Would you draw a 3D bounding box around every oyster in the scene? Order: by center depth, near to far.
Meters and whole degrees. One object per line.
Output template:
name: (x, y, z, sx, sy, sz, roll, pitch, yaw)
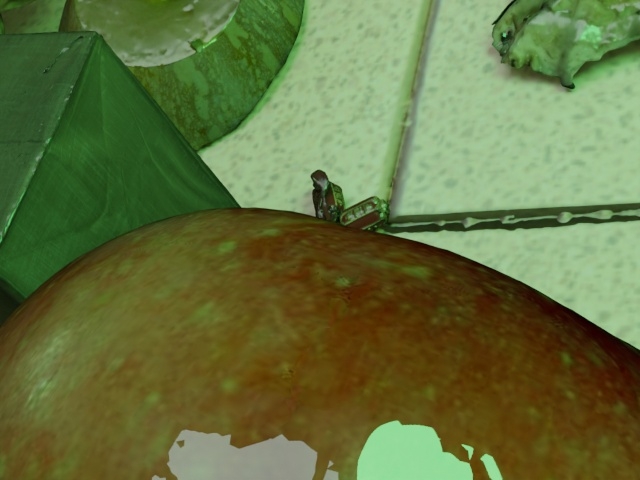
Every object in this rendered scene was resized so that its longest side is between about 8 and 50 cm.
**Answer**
oyster: (0.199, -0.179, 0.816, 0.209, 0.072, 0.133, -16, 49, 20)

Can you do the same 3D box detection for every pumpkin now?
pumpkin: (-0.122, -0.167, 0.958, 0.217, 0.110, 0.217, -10, 53, 14)

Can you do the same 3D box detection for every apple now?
apple: (0.011, 0.153, 0.497, 0.348, 0.348, 0.277, 11, 73, 33)

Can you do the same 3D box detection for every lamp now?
lamp: (0.000, 0.000, 0.818, 0.063, 0.031, 0.083, 24, 75, 39)

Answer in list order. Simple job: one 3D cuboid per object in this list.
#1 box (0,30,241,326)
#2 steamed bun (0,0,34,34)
box: (-0.153, 0.009, 0.756, 0.149, 0.231, 0.155, 4, 60, 29)
steamed bun: (-0.341, -0.222, 0.985, 0.137, 0.292, 0.295, -92, 18, -75)
